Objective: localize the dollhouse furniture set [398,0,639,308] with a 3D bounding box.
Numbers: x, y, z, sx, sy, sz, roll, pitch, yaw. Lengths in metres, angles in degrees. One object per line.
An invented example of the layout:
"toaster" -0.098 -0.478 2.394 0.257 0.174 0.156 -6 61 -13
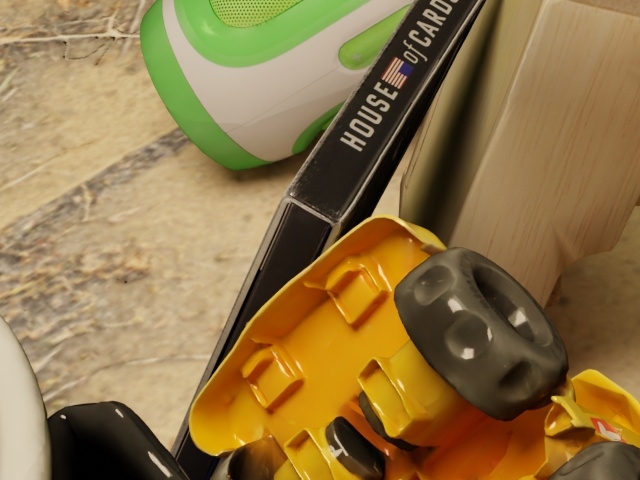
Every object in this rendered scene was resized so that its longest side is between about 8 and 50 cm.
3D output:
"dollhouse furniture set" 0.255 -0.019 0.761 0.394 0.256 0.362 12 43 -6

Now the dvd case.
"dvd case" 0.000 0.000 0.734 0.030 0.238 0.179 30 50 2

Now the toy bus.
"toy bus" 0.087 0.111 0.624 0.211 0.149 0.220 6 43 -53

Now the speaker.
"speaker" 0.048 -0.155 0.887 0.297 0.131 0.131 -29 37 22

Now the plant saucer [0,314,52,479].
"plant saucer" -0.285 0.170 0.677 0.401 0.100 0.400 -12 43 11

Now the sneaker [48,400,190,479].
"sneaker" -0.051 0.176 0.625 0.107 0.124 0.283 -27 44 -17
